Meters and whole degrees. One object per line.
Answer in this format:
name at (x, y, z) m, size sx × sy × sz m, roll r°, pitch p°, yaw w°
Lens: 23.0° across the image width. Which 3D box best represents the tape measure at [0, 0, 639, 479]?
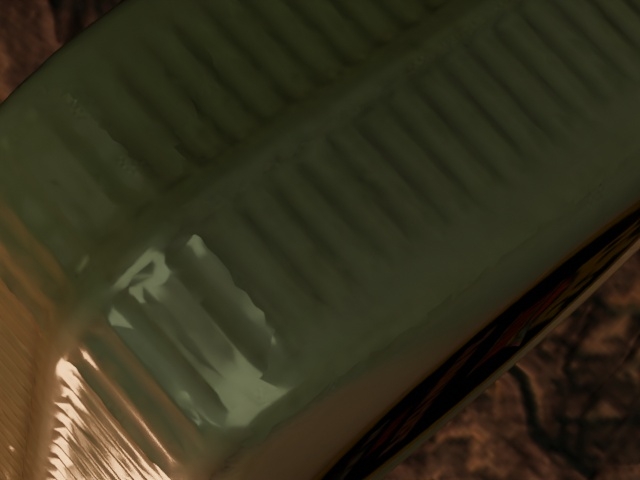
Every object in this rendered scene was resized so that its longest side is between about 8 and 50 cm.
tape measure at (0.000, 0.000, 0.462) m, size 0.133 × 0.231 × 0.271 m, roll 47°, pitch 153°, yaw 13°
